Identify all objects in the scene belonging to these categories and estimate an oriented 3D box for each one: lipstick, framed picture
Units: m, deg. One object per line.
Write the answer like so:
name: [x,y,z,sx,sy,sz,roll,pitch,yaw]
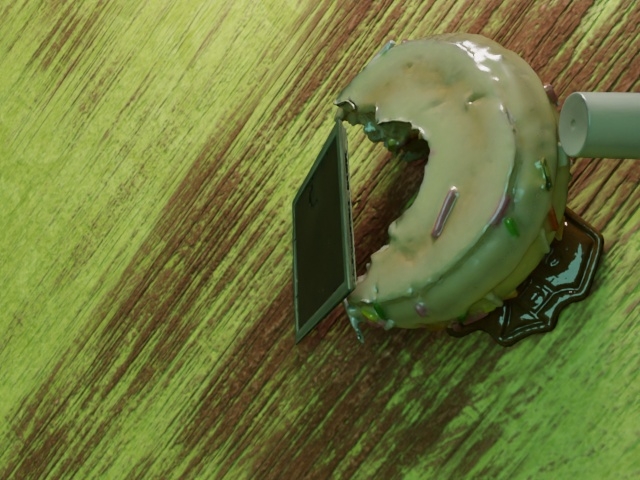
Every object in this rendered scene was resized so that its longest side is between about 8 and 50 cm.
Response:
lipstick: [0.385,-0.120,0.957,0.254,0.070,0.070,0,72,-12]
framed picture: [0.000,0.000,1.149,0.016,0.273,0.217,2,71,-14]

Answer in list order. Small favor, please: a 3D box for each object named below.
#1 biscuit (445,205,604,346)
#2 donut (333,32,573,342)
biscuit: [0.230,0.038,1.107,0.215,0.034,0.182,-50,58,9]
donut: [0.156,-0.078,1.079,0.307,0.150,0.371,-23,58,37]
